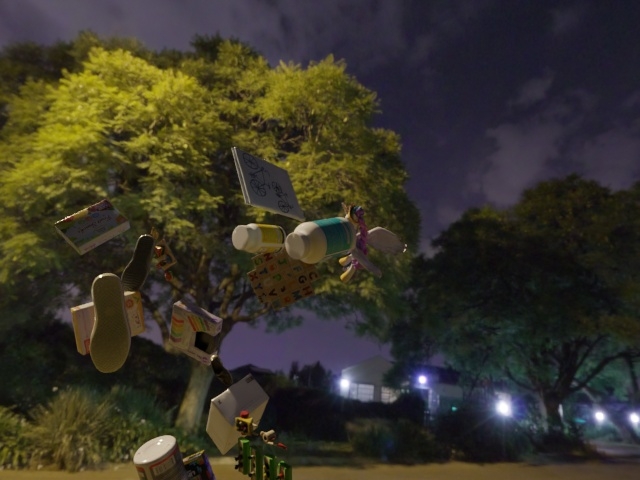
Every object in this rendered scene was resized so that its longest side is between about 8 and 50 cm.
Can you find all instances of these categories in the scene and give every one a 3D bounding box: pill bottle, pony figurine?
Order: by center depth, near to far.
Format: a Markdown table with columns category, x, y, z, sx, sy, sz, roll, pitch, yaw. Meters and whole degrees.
| category | x | y | z | sx | sy | sz | roll | pitch | yaw |
| --- | --- | --- | --- | --- | --- | --- | --- | --- | --- |
| pill bottle | 0.000 | 0.000 | 1.495 | 0.146 | 0.146 | 0.264 | -16 | -2 | 41 |
| pill bottle | -0.598 | 0.923 | 1.618 | 0.161 | 0.283 | 0.161 | -13 | 10 | 2 |
| pill bottle | -0.251 | -0.008 | 1.731 | 0.119 | 0.119 | 0.208 | -12 | -10 | 37 |
| pony figurine | 0.170 | 0.034 | 1.958 | 0.351 | 0.303 | 0.363 | 42 | -46 | 9 |

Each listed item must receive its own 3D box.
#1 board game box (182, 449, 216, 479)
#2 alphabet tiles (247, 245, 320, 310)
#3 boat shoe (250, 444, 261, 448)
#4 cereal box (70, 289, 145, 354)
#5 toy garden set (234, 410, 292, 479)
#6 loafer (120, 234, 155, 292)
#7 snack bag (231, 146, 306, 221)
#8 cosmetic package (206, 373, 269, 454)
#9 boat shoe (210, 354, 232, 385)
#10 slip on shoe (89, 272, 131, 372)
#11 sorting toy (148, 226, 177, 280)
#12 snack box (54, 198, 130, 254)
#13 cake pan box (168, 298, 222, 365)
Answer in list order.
| category | x | y | z | sx | sy | sz | roll | pitch | yaw |
| --- | --- | --- | --- | --- | --- | --- | --- | --- | --- |
| board game box | -0.540 | 0.977 | 1.744 | 0.170 | 0.141 | 0.048 | -24 | -4 | 0 |
| alphabet tiles | -0.182 | 0.170 | 2.030 | 0.342 | 0.285 | 0.011 | -25 | -5 | 16 |
| boat shoe | -0.292 | 0.958 | 1.880 | 0.056 | 0.048 | 0.153 | 5 | -8 | -13 |
| cereal box | -0.786 | 0.299 | 1.570 | 0.047 | 0.173 | 0.240 | 10 | 17 | 39 |
| toy garden set | -0.186 | 0.654 | 1.279 | 0.244 | 0.204 | 0.049 | 2 | 4 | 43 |
| loafer | -0.730 | 0.105 | 1.713 | 0.094 | 0.251 | 0.087 | 18 | -17 | -4 |
| snack bag | -0.229 | -0.244 | 1.877 | 0.037 | 0.323 | 0.342 | -37 | -32 | 29 |
| cosmetic package | -0.391 | 0.808 | 1.947 | 0.217 | 0.156 | 0.385 | -29 | -26 | -36 |
| boat shoe | -0.426 | 0.561 | 1.785 | 0.056 | 0.152 | 0.049 | -28 | 11 | 8 |
| slip on shoe | -0.688 | 0.267 | 1.376 | 0.122 | 0.332 | 0.101 | -3 | 7 | -22 |
| sorting toy | -0.807 | 0.071 | 2.119 | 0.132 | 0.275 | 0.046 | -27 | 2 | 39 |
| snack box | -0.585 | -0.037 | 1.085 | 0.100 | 0.141 | 0.037 | 39 | -38 | 14 |
| cake pan box | -0.604 | 0.448 | 2.041 | 0.266 | 0.246 | 0.070 | 22 | 24 | 17 |
